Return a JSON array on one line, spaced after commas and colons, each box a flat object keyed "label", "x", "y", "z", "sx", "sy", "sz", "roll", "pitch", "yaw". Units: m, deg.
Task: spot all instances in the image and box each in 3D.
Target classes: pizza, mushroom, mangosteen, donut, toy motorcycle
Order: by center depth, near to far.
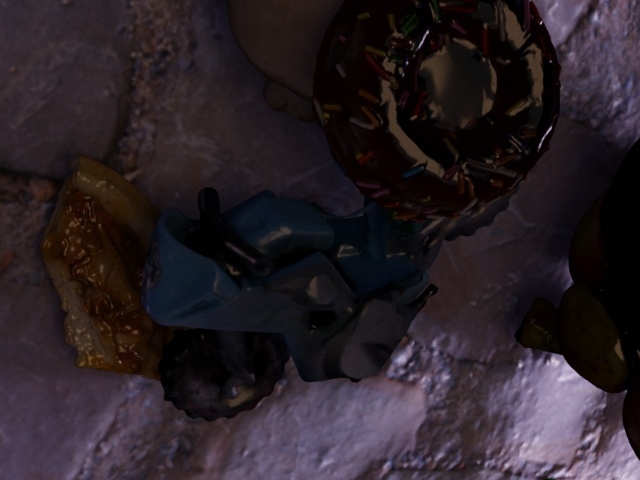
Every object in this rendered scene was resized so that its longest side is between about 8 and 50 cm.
[{"label": "donut", "x": 0.111, "y": -0.130, "z": 1.175, "sx": 0.235, "sy": 0.089, "sz": 0.235, "roll": -1, "pitch": 92, "yaw": -24}, {"label": "toy motorcycle", "x": 0.000, "y": 0.000, "z": 1.266, "sx": 0.416, "sy": 0.172, "sz": 0.232, "roll": -36, "pitch": 132, "yaw": -1}, {"label": "mushroom", "x": 0.005, "y": -0.194, "z": 1.292, "sx": 0.204, "sy": 0.204, "sz": 0.204, "roll": -7, "pitch": 105, "yaw": -25}, {"label": "pizza", "x": -0.189, "y": 0.043, "z": 1.308, "sx": 0.134, "sy": 0.056, "sz": 0.271, "roll": -22, "pitch": 111, "yaw": -29}, {"label": "mangosteen", "x": 0.434, "y": 0.052, "z": 1.459, "sx": 0.435, "sy": 0.382, "sz": 0.382, "roll": -31, "pitch": 115, "yaw": 2}]

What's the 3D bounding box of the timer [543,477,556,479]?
[{"label": "timer", "x": 0.272, "y": 0.333, "z": 1.591, "sx": 0.136, "sy": 0.099, "sz": 0.136, "roll": 0, "pitch": 91, "yaw": -33}]
